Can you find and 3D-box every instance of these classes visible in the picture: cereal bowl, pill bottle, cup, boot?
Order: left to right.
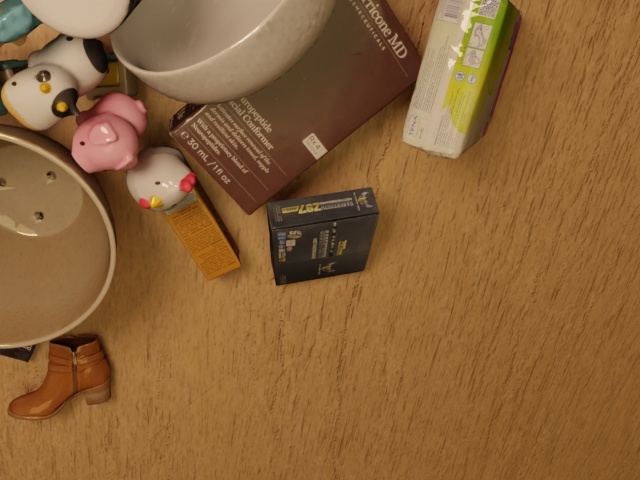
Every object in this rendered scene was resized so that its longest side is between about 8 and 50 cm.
[{"bbox_3d":[-0.473,-0.037,0.831,0.331,0.237,0.331,-5,116,-11],"label":"cup"},{"bbox_3d":[-0.518,0.263,1.064,0.197,0.073,0.152,-11,119,-21],"label":"boot"},{"bbox_3d":[-0.256,-0.351,0.648,0.131,0.245,0.130,2,133,2],"label":"pill bottle"},{"bbox_3d":[-0.114,-0.321,0.742,0.339,0.339,0.141,-37,144,7],"label":"cereal bowl"}]

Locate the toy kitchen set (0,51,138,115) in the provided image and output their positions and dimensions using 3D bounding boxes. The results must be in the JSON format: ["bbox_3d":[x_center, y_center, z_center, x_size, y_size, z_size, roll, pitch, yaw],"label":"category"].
[{"bbox_3d":[-0.380,-0.247,0.754,0.166,0.207,0.122,0,113,10],"label":"toy kitchen set"}]

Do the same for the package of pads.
[{"bbox_3d":[0.227,-0.260,0.855,0.101,0.296,0.229,21,114,18],"label":"package of pads"}]

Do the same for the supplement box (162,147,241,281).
[{"bbox_3d":[-0.228,-0.042,0.974,0.080,0.078,0.233,-28,118,2],"label":"supplement box"}]

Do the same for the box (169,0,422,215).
[{"bbox_3d":[-0.039,-0.238,0.887,0.381,0.143,0.191,-39,117,6],"label":"box"}]

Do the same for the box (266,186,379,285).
[{"bbox_3d":[0.000,0.000,0.989,0.184,0.059,0.232,-10,153,-9],"label":"box"}]

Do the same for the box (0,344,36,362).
[{"bbox_3d":[-0.577,0.146,1.016,0.116,0.029,0.162,23,110,-21],"label":"box"}]

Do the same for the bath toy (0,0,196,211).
[{"bbox_3d":[-0.293,-0.159,0.737,0.151,0.129,0.348,-54,135,-19],"label":"bath toy"}]
